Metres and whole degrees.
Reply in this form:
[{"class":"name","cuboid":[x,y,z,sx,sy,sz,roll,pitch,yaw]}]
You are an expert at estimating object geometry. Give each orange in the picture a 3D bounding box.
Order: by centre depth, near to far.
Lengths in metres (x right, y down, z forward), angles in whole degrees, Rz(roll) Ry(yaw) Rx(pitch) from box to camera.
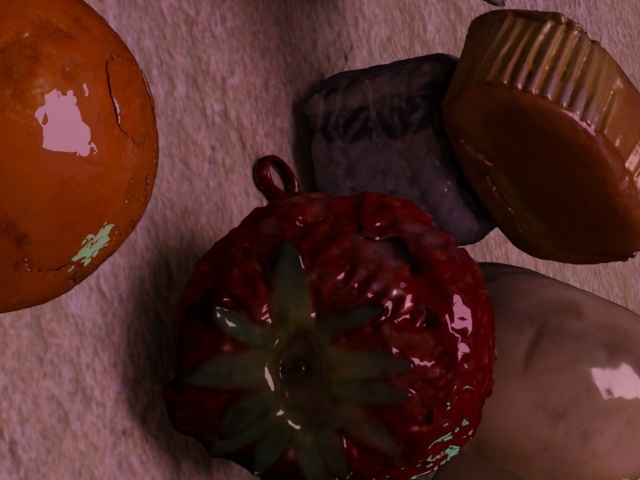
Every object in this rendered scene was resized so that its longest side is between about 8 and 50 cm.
[{"class":"orange","cuboid":[-0.228,-0.065,1.162,0.240,0.240,0.240,28,57,-56]}]

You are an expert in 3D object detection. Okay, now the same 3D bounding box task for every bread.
[{"class":"bread","cuboid":[0.236,-0.094,1.757,0.288,0.204,0.156,53,54,-40]}]

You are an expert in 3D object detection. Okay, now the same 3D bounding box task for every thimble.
[{"class":"thimble","cuboid":[0.100,-0.095,1.853,0.245,0.157,0.217,38,45,-55]}]

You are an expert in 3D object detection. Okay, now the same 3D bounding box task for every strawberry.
[{"class":"strawberry","cuboid":[0.023,0.077,1.546,0.310,0.292,0.291,-70,142,-61]}]

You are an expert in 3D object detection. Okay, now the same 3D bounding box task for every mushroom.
[{"class":"mushroom","cuboid":[0.214,0.168,1.843,0.325,0.353,0.353,72,25,-49]}]

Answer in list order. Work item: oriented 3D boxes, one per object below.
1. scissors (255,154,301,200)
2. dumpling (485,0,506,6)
[{"class":"scissors","cuboid":[0.000,0.000,1.803,0.248,0.017,0.144,20,64,-61]},{"class":"dumpling","cuboid":[0.063,-0.328,1.735,0.315,0.233,0.395,48,9,23]}]
